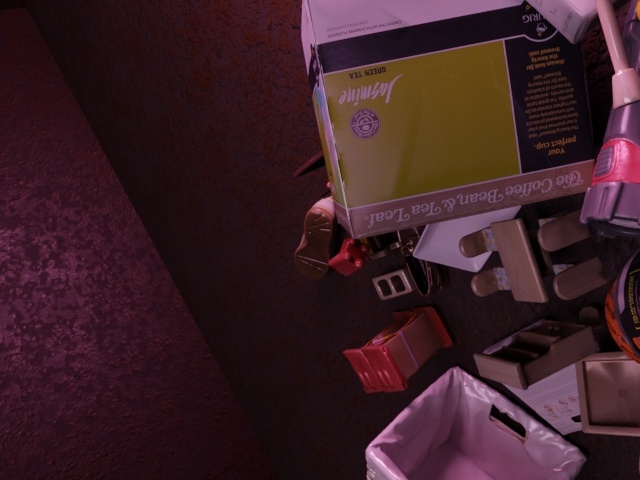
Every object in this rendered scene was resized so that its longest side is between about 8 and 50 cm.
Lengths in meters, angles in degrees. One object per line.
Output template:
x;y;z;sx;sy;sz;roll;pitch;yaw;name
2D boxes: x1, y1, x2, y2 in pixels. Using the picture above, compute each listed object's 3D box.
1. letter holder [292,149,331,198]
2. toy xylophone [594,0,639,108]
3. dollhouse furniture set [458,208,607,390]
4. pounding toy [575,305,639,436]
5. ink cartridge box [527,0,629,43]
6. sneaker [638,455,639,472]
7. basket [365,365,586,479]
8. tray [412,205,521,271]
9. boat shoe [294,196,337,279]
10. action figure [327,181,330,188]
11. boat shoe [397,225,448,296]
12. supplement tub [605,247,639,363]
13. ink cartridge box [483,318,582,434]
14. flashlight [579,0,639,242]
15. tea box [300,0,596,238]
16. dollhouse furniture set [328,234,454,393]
0.111;-0.145;0.977;0.302;0.214;0.152;-25;91;55;letter holder
0.349;-0.241;0.447;0.081;0.236;0.322;-1;-100;-83;toy xylophone
0.319;0.089;0.802;0.212;0.161;0.242;167;84;-73;dollhouse furniture set
0.489;0.219;0.833;0.181;0.094;0.206;-21;58;50;pounding toy
0.311;-0.395;0.540;0.239;0.275;0.060;53;-174;15;ink cartridge box
0.591;0.334;0.820;0.085;0.058;0.152;7;98;23;sneaker
0.311;0.524;1.061;0.328;0.331;0.266;32;136;37;basket
0.284;-0.051;0.933;0.145;0.030;0.270;13;134;-3;tray
0.000;0.000;1.342;0.105;0.089;0.285;25;139;6;boat shoe
0.064;-0.083;0.966;0.115;0.030;0.038;31;157;-4;action figure
0.213;0.022;1.082;0.073;0.073;0.206;-25;90;56;boat shoe
0.485;0.063;0.558;0.207;0.207;0.338;52;173;15;supplement tub
0.457;0.271;0.969;0.225;0.056;0.181;38;142;2;ink cartridge box
0.399;-0.153;0.588;0.103;0.103;0.303;14;83;39;flashlight
0.161;-0.196;0.702;0.220;0.329;0.323;-115;14;-82;tea box
0.128;0.140;1.154;0.152;0.201;0.374;-27;90;55;dollhouse furniture set
